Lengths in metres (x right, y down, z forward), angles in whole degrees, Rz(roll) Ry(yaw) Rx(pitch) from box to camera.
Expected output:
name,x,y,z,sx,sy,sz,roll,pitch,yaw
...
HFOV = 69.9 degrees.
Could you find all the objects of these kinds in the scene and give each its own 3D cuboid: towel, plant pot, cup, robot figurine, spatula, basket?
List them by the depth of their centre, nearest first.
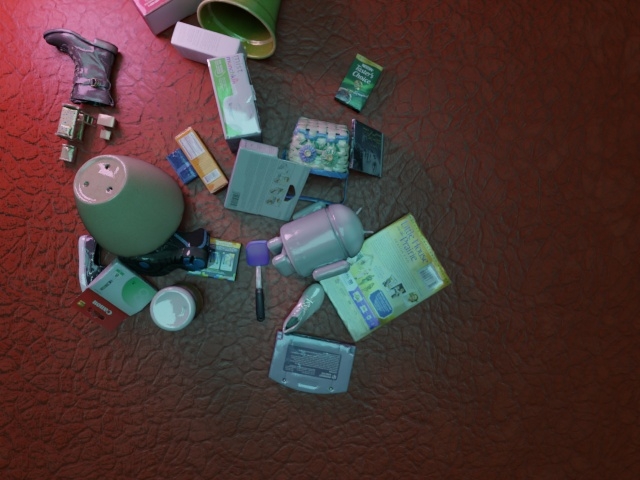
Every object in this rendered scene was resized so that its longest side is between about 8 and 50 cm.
name,x,y,z,sx,sy,sz,roll,pitch,yaw
cup,-0.636,-0.141,1.459,0.331,0.237,0.331,-2,69,5
plant pot,-0.240,-0.811,1.552,0.276,0.276,0.254,19,77,-5
robot figurine,0.000,0.000,1.575,0.353,0.200,0.300,-24,62,4
basket,-0.021,-0.267,1.599,0.254,0.201,0.289,7,124,-4
towel,-0.488,-0.264,1.624,0.067,0.029,0.119,-32,93,8
spatula,-0.223,0.149,1.655,0.084,0.030,0.296,-2,91,-4

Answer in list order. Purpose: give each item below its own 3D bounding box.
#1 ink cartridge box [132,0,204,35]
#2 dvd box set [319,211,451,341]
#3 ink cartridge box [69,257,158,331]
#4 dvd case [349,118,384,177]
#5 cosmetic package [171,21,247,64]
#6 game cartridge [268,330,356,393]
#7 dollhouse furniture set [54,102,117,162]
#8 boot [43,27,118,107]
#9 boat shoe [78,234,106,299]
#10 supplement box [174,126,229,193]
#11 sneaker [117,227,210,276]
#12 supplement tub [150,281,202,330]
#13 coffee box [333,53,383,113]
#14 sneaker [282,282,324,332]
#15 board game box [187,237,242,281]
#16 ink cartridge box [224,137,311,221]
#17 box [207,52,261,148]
name,x,y,z,sx,sy,sz,roll,pitch,yaw
ink cartridge box,-0.572,-0.957,1.552,0.279,0.160,0.385,-34,93,-4
dvd box set,0.224,0.132,1.679,0.420,0.062,0.308,-32,93,-4
ink cartridge box,-0.706,0.199,1.568,0.225,0.056,0.181,-46,120,-5
dvd case,0.167,-0.318,1.610,0.018,0.221,0.165,3,90,33
cosmetic package,-0.380,-0.661,1.577,0.231,0.117,0.085,16,89,3
game cartridge,-0.033,0.450,1.663,0.294,0.060,0.196,13,86,-5
dollhouse furniture set,-0.804,-0.353,1.565,0.161,0.101,0.182,12,89,-5
boot,-0.829,-0.583,1.567,0.263,0.091,0.229,11,89,-7
boat shoe,-0.782,0.092,1.587,0.076,0.080,0.228,-6,83,-3
supplement box,-0.412,-0.278,1.613,0.080,0.078,0.233,-31,92,0
sneaker,-0.532,0.038,1.579,0.340,0.125,0.140,-3,55,14
supplement tub,-0.479,0.218,1.548,0.144,0.199,0.144,0,91,-4
coffee box,0.139,-0.575,1.676,0.113,0.040,0.184,29,88,-4
sneaker,-0.061,0.247,1.617,0.080,0.094,0.212,36,99,8
board game box,-0.377,0.063,1.632,0.170,0.048,0.141,10,87,-5
ink cartridge box,-0.184,-0.197,1.555,0.239,0.275,0.060,12,47,-16
box,-0.278,-0.453,1.546,0.126,0.231,0.262,-12,92,-5
